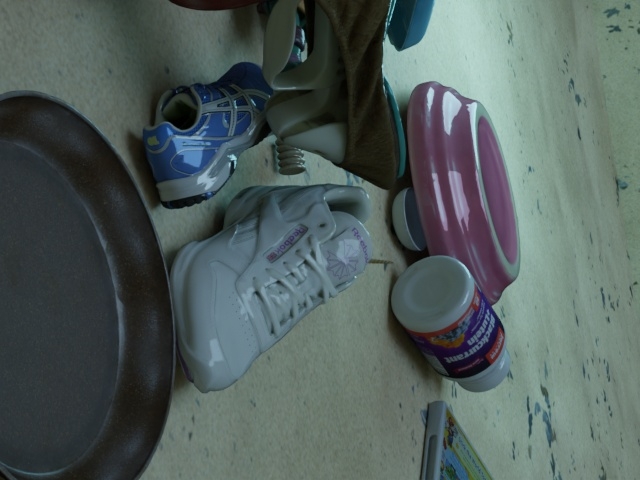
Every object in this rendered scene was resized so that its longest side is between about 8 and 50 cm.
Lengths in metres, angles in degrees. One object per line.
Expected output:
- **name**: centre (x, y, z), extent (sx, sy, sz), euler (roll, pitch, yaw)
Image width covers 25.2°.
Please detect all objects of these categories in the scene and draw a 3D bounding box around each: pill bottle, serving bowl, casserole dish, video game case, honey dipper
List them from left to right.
- **honey dipper**: centre (-0.040, -0.151, 1.550), extent (0.030, 0.030, 0.160), euler (20, 59, -64)
- **serving bowl**: centre (0.111, -0.026, 1.842), extent (0.083, 0.027, 0.083), euler (-10, 90, -67)
- **casserole dish**: centre (0.120, -0.332, 1.862), extent (0.188, 0.037, 0.114), euler (105, -24, -52)
- **pill bottle**: centre (0.173, 0.113, 1.821), extent (0.193, 0.108, 0.108), euler (53, 35, -46)
- **video game case**: centre (0.181, 0.353, 1.839), extent (0.227, 0.026, 0.206), euler (57, 32, -40)

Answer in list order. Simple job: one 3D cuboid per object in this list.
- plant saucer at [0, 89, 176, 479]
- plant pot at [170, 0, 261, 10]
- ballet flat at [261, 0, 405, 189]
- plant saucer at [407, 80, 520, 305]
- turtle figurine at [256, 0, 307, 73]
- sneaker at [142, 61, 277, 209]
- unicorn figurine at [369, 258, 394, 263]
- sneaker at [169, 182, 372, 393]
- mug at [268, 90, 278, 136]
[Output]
- **plant saucer**: centre (-0.205, 0.045, 1.057), extent (0.310, 0.050, 0.310), euler (-10, 90, -67)
- **plant pot**: centre (-0.109, -0.355, 1.217), extent (0.265, 0.272, 0.272), euler (61, 28, -52)
- **ballet flat**: centre (0.007, -0.153, 1.295), extent (0.116, 0.124, 0.342), euler (57, -16, 31)
- **plant saucer**: centre (0.205, -0.061, 1.962), extent (0.332, 0.084, 0.332), euler (-11, 90, -73)
- **turtle figurine**: centre (-0.012, -0.259, 1.487), extent (0.175, 0.118, 0.234), euler (4, 67, -28)
- **sneaker**: centre (-0.099, -0.117, 1.325), extent (0.081, 0.080, 0.211), euler (65, 29, -27)
- **unicorn figurine**: centre (0.000, 0.000, 1.551), extent (0.162, 0.060, 0.111), euler (-28, 107, -49)
- **sneaker**: centre (-0.042, 0.025, 1.312), extent (0.305, 0.152, 0.114), euler (-62, 138, -54)
- **mug**: centre (-0.067, -0.136, 1.443), extent (0.078, 0.062, 0.064), euler (-19, 90, -73)
